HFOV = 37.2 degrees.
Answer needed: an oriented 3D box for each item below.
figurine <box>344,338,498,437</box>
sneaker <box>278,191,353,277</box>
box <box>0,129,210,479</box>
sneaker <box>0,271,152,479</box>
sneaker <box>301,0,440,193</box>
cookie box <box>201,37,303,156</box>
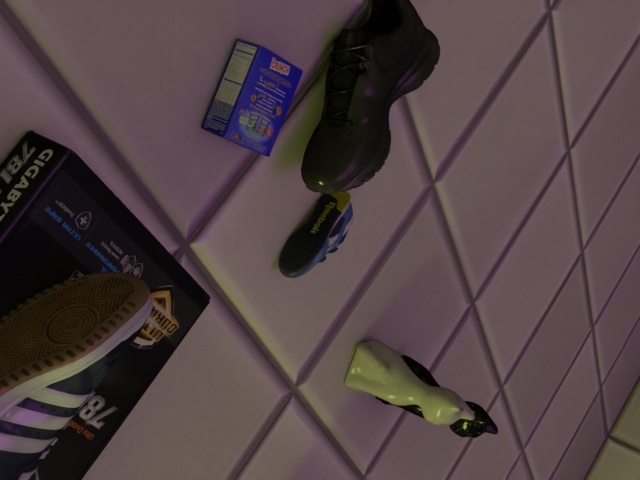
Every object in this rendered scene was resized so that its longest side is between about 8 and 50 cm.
[{"bbox_3d":[0.170,0.251,1.542,0.092,0.209,0.215,-63,148,-5],"label":"figurine"},{"bbox_3d":[0.000,0.000,1.269,0.144,0.053,0.059,-51,148,-22],"label":"sneaker"},{"bbox_3d":[-0.269,0.097,0.911,0.293,0.073,0.295,-56,147,-17],"label":"box"},{"bbox_3d":[-0.246,0.157,0.818,0.282,0.099,0.153,-40,135,-25],"label":"sneaker"},{"bbox_3d":[0.044,-0.188,1.181,0.286,0.109,0.130,-64,144,-22],"label":"sneaker"},{"bbox_3d":[-0.074,-0.158,1.061,0.092,0.040,0.107,19,94,-59],"label":"cookie box"}]
